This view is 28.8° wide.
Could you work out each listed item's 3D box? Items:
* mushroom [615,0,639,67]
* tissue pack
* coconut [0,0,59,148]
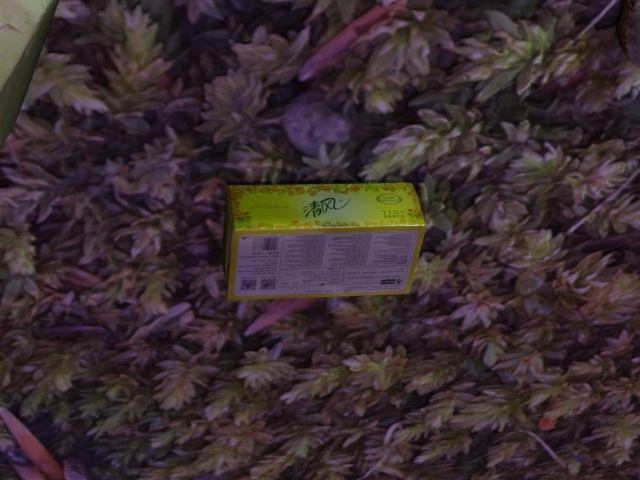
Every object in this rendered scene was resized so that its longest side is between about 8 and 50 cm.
[{"bbox_3d":[0.277,-0.188,1.058,0.049,0.019,0.101,-11,135,-3],"label":"mushroom"},{"bbox_3d":[0.000,0.000,1.149,0.176,0.062,0.095,-3,136,-11],"label":"tissue pack"},{"bbox_3d":[-0.317,-0.167,0.751,0.353,0.352,0.352,-6,134,-6],"label":"coconut"}]
